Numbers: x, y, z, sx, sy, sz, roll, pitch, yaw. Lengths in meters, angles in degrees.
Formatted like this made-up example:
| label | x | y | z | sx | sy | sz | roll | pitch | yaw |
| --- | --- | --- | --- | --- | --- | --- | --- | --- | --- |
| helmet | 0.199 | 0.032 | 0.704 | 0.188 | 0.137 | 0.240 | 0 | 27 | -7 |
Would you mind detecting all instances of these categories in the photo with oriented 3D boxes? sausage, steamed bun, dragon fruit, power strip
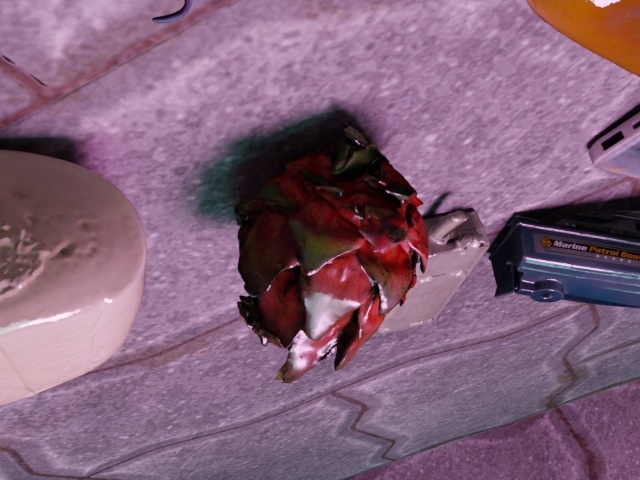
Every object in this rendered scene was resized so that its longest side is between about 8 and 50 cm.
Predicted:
| label | x | y | z | sx | sy | sz | roll | pitch | yaw |
| --- | --- | --- | --- | --- | --- | --- | --- | --- | --- |
| sausage | 0.264 | -0.172 | 0.577 | 0.328 | 0.112 | 0.112 | 6 | 146 | -45 |
| steamed bun | -0.263 | 0.037 | 0.589 | 0.250 | 0.155 | 0.200 | -14 | 158 | -24 |
| dragon fruit | 0.004 | 0.008 | 0.685 | 0.188 | 0.182 | 0.182 | -30 | 153 | 8 |
| power strip | 0.134 | 0.034 | 0.958 | 0.093 | 0.053 | 0.288 | -9 | 153 | -16 |

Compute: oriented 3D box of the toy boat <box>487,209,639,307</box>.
| label | x | y | z | sx | sy | sz | roll | pitch | yaw |
| --- | --- | --- | --- | --- | --- | --- | --- | --- | --- |
| toy boat | 0.369 | 0.026 | 0.998 | 0.296 | 0.122 | 0.114 | 7 | 154 | -6 |

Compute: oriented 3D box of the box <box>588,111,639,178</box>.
| label | x | y | z | sx | sy | sz | roll | pitch | yaw |
| --- | --- | --- | --- | --- | --- | --- | --- | --- | --- |
| box | 0.433 | -0.109 | 0.881 | 0.285 | 0.044 | 0.142 | 5 | 150 | -39 |

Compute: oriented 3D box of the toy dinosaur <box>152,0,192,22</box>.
| label | x | y | z | sx | sy | sz | roll | pitch | yaw |
| --- | --- | --- | --- | --- | --- | --- | --- | --- | --- |
| toy dinosaur | -0.086 | -0.186 | 0.385 | 0.080 | 0.045 | 0.197 | -4 | 147 | 1 |
